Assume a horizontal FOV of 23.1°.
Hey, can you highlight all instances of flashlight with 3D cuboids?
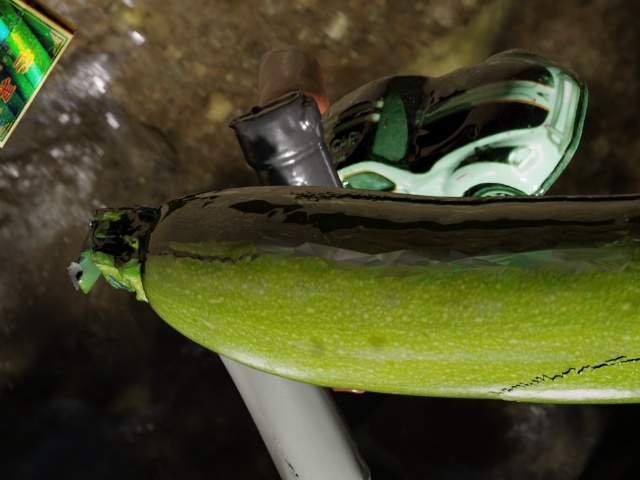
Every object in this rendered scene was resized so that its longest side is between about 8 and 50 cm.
[{"bbox_3d":[0.000,0.000,1.207,0.093,0.093,0.232,-28,104,-15],"label":"flashlight"}]

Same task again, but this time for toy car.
[{"bbox_3d":[0.071,-0.066,1.260,0.125,0.306,0.136,35,52,-25],"label":"toy car"}]

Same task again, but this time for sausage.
[{"bbox_3d":[-0.029,-0.150,1.645,0.077,0.194,0.077,-1,118,-1],"label":"sausage"}]

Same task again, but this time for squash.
[{"bbox_3d":[0.029,0.018,0.625,0.087,0.332,0.087,-13,105,-60],"label":"squash"}]

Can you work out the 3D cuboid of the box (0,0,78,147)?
[{"bbox_3d":[-0.398,-0.223,1.666,0.240,0.071,0.159,33,86,-41],"label":"box"}]

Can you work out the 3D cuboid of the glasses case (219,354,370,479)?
[{"bbox_3d":[-0.013,0.188,1.525,0.083,0.308,0.128,-32,149,4],"label":"glasses case"}]
